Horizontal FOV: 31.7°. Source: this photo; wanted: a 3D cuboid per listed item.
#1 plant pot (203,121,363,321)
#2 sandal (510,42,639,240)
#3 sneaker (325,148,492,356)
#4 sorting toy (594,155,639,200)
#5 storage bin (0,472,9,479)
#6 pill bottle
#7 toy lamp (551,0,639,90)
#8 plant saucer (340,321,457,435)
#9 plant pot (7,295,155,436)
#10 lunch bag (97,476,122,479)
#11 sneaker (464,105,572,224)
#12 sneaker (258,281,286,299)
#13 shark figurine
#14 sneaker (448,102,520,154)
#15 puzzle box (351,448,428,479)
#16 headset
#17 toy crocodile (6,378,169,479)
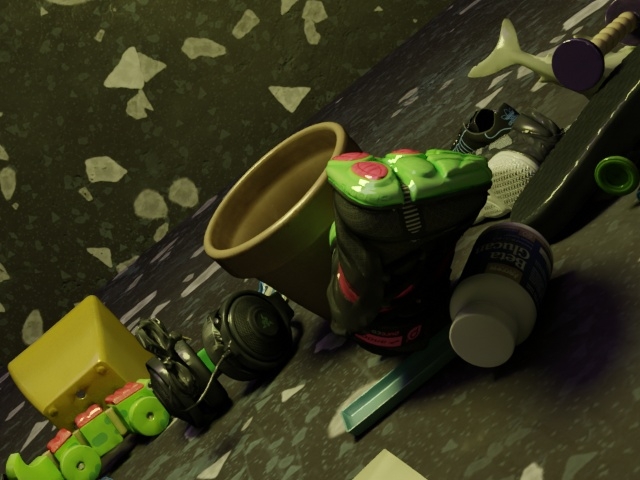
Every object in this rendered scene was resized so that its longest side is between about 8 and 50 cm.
[{"bbox_3d":[0.000,0.000,1.630,0.263,0.229,0.263,-35,24,18],"label":"plant pot"},{"bbox_3d":[0.413,-0.166,1.397,0.446,0.107,0.167,-51,9,11],"label":"sandal"},{"bbox_3d":[0.095,0.024,1.271,0.185,0.202,0.483,-3,-13,2],"label":"sneaker"},{"bbox_3d":[0.368,-0.080,1.284,0.101,0.061,0.042,-2,33,32],"label":"sorting toy"},{"bbox_3d":[-0.493,0.457,1.775,0.084,0.122,0.180,-42,13,-8],"label":"storage bin"},{"bbox_3d":[0.195,0.060,1.230,0.094,0.094,0.169,-31,16,35],"label":"pill bottle"},{"bbox_3d":[0.399,-0.279,1.540,0.080,0.080,0.274,-27,8,44],"label":"toy lamp"},{"bbox_3d":[0.105,0.159,1.325,0.192,0.018,0.067,-40,13,3],"label":"plant saucer"},{"bbox_3d":[-0.413,0.268,2.042,0.212,0.212,0.187,-40,27,-1],"label":"plant pot"},{"bbox_3d":[-0.322,0.390,1.645,0.098,0.065,0.067,-46,15,-23],"label":"lunch bag"},{"bbox_3d":[0.254,-0.107,1.617,0.153,0.101,0.268,-46,20,-26],"label":"sneaker"},{"bbox_3d":[-0.127,0.130,1.972,0.144,0.059,0.053,-45,16,-15],"label":"sneaker"},{"bbox_3d":[0.367,-0.221,1.605,0.166,0.278,0.116,-114,30,-48],"label":"shark figurine"},{"bbox_3d":[0.253,-0.162,1.801,0.081,0.090,0.232,-47,15,-27],"label":"sneaker"},{"bbox_3d":[0.035,0.325,0.899,0.272,0.052,0.409,-42,13,-9],"label":"puzzle box"},{"bbox_3d":[-0.176,0.161,1.729,0.243,0.185,0.394,-38,2,10],"label":"headset"},{"bbox_3d":[-0.361,0.312,1.879,0.340,0.105,0.115,-35,10,-21],"label":"toy crocodile"}]
